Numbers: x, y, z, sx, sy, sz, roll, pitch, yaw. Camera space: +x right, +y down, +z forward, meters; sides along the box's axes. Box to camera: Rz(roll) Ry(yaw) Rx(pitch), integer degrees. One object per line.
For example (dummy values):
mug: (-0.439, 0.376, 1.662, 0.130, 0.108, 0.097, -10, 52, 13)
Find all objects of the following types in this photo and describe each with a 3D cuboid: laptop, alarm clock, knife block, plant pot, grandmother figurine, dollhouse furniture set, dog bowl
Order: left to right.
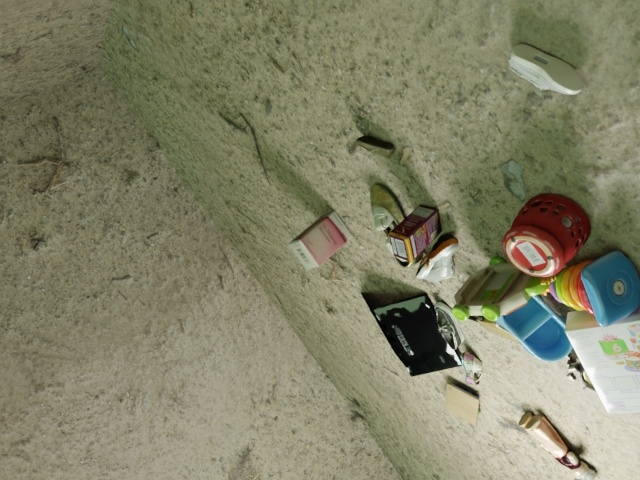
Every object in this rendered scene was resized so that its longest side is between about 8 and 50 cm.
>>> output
laptop: (0.408, 0.400, 2.268, 0.408, 0.236, 0.382, -23, 105, 31)
knife block: (0.630, 0.281, 1.747, 0.275, 0.088, 0.242, 31, 173, -6)
dog bowl: (0.683, 0.266, 1.567, 0.297, 0.166, 0.074, 44, -168, -3)
plant pot: (0.613, -0.007, 1.354, 0.191, 0.174, 0.191, 37, 151, 24)
grandmother figurine: (0.969, 0.850, 1.975, 0.342, 0.104, 0.208, 45, 179, 2)
dollhouse furniture set: (0.840, 0.387, 1.618, 0.081, 0.091, 0.114, -30, 96, 46)
alarm clock: (0.891, 0.400, 1.542, 0.129, 0.064, 0.192, 2, 123, 25)

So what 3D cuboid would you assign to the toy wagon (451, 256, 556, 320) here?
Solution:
toy wagon: (0.566, 0.144, 1.497, 0.068, 0.267, 0.344, 54, 151, -12)

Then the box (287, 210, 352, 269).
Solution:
box: (0.000, 0.000, 2.153, 0.149, 0.232, 0.127, 54, 151, -9)

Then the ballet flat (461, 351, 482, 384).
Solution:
ballet flat: (0.649, 0.546, 2.085, 0.079, 0.077, 0.221, 6, 138, 27)

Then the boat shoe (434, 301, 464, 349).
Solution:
boat shoe: (0.524, 0.354, 2.016, 0.077, 0.070, 0.219, -5, 121, 56)

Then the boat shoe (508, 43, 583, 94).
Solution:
boat shoe: (0.519, -0.386, 1.144, 0.184, 0.066, 0.063, 35, 163, 19)

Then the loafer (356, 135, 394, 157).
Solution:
loafer: (0.186, -0.320, 1.692, 0.148, 0.056, 0.050, 29, 139, 33)

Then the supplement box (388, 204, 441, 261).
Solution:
supplement box: (0.331, -0.028, 1.701, 0.080, 0.188, 0.104, 21, 141, 42)

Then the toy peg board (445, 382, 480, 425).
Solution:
toy peg board: (0.678, 0.748, 2.293, 0.161, 0.079, 0.161, 21, 125, 40)

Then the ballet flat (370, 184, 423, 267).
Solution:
ballet flat: (0.270, -0.043, 1.847, 0.123, 0.123, 0.349, -9, 117, 58)

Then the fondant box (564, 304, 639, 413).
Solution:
fondant box: (0.887, 0.338, 1.396, 0.238, 0.096, 0.330, -21, 110, 40)

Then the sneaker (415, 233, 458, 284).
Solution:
sneaker: (0.452, 0.073, 1.781, 0.121, 0.099, 0.262, 25, 147, 0)

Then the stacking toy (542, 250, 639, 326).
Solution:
stacking toy: (0.728, 0.134, 1.409, 0.175, 0.165, 0.302, 68, 161, -3)
